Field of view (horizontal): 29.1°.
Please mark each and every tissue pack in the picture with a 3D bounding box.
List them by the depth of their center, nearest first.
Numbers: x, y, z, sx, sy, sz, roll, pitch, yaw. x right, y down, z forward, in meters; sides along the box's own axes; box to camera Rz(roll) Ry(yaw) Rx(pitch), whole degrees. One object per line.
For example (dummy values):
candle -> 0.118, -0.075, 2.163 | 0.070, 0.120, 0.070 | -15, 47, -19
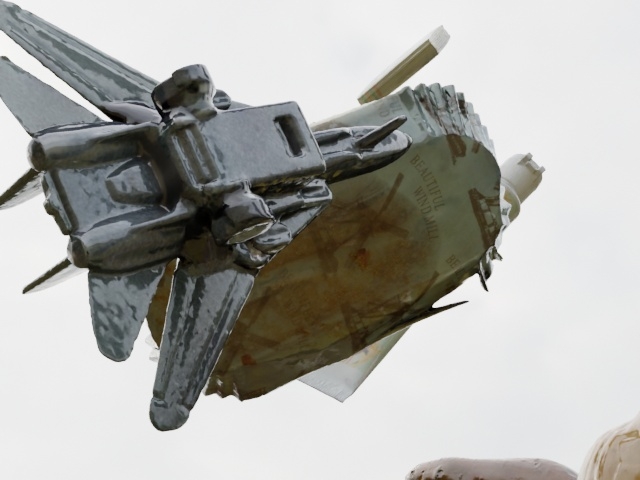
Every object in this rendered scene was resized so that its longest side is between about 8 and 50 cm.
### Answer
tissue pack -> 0.087, -0.180, 1.288 | 0.108, 0.056, 0.023 | -37, -81, 31

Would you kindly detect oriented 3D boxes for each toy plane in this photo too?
toy plane -> -0.027, -0.037, 0.612 | 0.267, 0.212, 0.088 | -16, -11, -41

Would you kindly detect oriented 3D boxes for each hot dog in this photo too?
hot dog -> 0.000, 0.000, 0.812 | 0.271, 0.082, 0.162 | -25, -66, -4

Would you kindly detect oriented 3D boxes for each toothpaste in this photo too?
toothpaste -> 0.092, 0.027, 1.094 | 0.056, 0.314, 0.058 | 49, -28, -2

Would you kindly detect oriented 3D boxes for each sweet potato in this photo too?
sweet potato -> 0.267, 0.317, 1.460 | 0.359, 0.112, 0.112 | 23, -31, 28

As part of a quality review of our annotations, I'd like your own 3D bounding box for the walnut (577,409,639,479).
walnut -> 0.306, 0.239, 0.987 | 0.193, 0.225, 0.193 | -26, -16, -8
